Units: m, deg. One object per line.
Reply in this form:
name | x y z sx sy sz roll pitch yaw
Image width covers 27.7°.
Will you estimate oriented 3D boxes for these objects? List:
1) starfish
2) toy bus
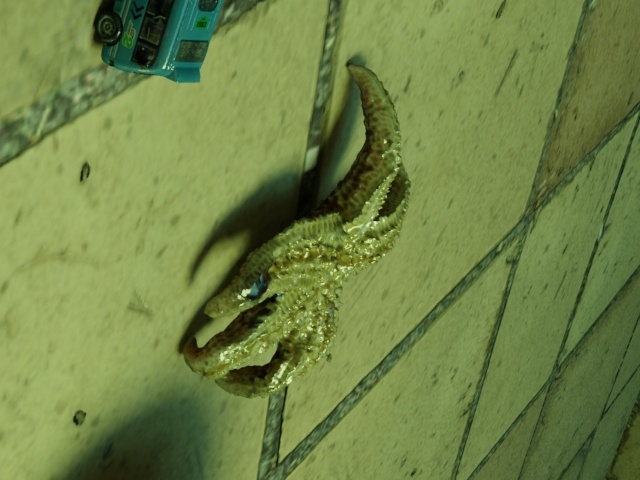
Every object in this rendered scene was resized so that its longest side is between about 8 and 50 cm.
starfish | 0.002 0.001 0.854 0.238 0.071 0.216 -42 157 -54
toy bus | -0.067 -0.113 0.586 0.038 0.046 0.083 -13 127 -62
